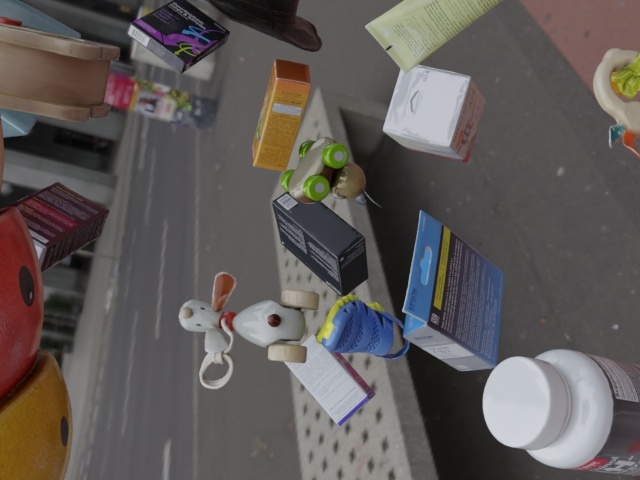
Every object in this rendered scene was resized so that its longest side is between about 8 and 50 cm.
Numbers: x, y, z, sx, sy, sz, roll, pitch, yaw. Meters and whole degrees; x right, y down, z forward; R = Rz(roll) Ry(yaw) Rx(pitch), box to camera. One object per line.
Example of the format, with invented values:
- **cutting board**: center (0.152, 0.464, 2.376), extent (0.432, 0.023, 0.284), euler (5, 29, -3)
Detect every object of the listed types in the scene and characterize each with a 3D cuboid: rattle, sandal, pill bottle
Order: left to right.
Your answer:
- **sandal**: center (0.106, 0.202, 1.682), extent (0.138, 0.317, 0.126), euler (34, 104, 27)
- **pill bottle**: center (0.409, 0.263, 1.165), extent (0.176, 0.319, 0.176), euler (-32, 51, 50)
- **rattle**: center (0.496, -0.210, 1.277), extent (0.143, 0.130, 0.199), euler (153, 125, -65)

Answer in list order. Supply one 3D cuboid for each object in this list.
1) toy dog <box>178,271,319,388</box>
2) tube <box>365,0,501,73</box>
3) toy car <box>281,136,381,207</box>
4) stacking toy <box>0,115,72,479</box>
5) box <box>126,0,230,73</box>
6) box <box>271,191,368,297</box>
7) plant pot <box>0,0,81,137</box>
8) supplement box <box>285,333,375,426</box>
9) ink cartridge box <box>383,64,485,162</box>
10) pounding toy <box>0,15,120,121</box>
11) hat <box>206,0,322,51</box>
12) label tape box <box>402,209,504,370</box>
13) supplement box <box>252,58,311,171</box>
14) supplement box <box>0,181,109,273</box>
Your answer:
- **toy dog**: center (-0.167, 0.173, 1.607), extent (0.161, 0.334, 0.220), euler (36, -141, -63)
- **tube**: center (0.169, -0.284, 0.848), extent (0.240, 0.070, 0.062), euler (-34, 6, 20)
- **toy car**: center (0.038, -0.117, 1.623), extent (0.149, 0.188, 0.155), euler (-59, 26, -4)
- **stacking toy**: center (-0.277, 0.108, 0.483), extent (0.479, 0.351, 0.350), euler (66, 170, -17)
- **box**: center (-0.245, -0.363, 1.331), extent (0.029, 0.116, 0.162), euler (-54, 0, 40)
- **box**: center (0.000, 0.000, 1.991), extent (0.261, 0.103, 0.184), euler (41, 154, 30)
- **plant pot**: center (-0.702, -0.381, 1.568), extent (0.248, 0.252, 0.247), euler (5, 68, 49)
- **supplement box**: center (0.025, 0.357, 1.973), extent (0.114, 0.220, 0.111), euler (-45, -12, 6)
- **ink cartridge box**: center (0.208, -0.226, 1.364), extent (0.176, 0.127, 0.128), euler (9, -82, -68)
- **pounding toy**: center (-0.355, -0.156, 0.786), extent (0.154, 0.270, 0.154), euler (-134, 55, -66)
- **hat**: center (-0.118, -0.499, 1.454), extent (0.134, 0.331, 0.331), euler (-60, 24, 23)
- **label tape box**: center (0.279, 0.123, 1.742), extent (0.115, 0.348, 0.249), euler (-15, 53, 44)
- **supplement box**: center (-0.084, -0.257, 1.588), extent (0.078, 0.080, 0.233), euler (-97, 18, -45)
- **supplement box**: center (-0.533, -0.026, 1.479), extent (0.073, 0.130, 0.239), euler (-63, -5, 25)
